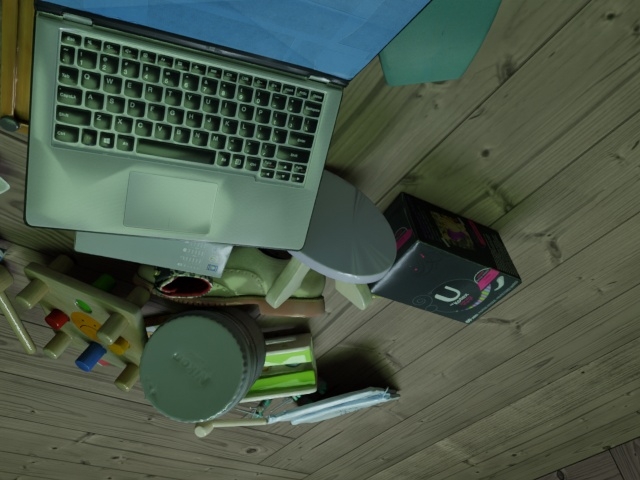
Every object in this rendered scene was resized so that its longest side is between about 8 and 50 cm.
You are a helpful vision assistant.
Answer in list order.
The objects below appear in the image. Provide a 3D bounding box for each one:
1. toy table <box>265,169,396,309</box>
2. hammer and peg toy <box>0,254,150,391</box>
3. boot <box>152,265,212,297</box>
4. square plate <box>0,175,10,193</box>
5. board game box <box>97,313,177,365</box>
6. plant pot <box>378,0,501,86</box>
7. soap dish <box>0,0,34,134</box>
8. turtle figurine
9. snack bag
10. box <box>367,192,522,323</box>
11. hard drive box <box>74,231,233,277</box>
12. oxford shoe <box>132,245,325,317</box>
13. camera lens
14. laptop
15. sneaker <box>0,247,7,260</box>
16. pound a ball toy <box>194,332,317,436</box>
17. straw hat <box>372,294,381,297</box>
[{"bbox_3d":[0.000,0.000,0.899,0.252,0.274,0.161,-28,155,-26],"label":"toy table"},{"bbox_3d":[-0.511,0.157,1.037,0.361,0.127,0.266,19,136,11],"label":"hammer and peg toy"},{"bbox_3d":[-0.297,0.009,0.891,0.236,0.179,0.085,7,134,-15],"label":"boot"},{"bbox_3d":[-0.740,-0.151,0.769,0.343,0.049,0.347,-20,134,12],"label":"square plate"},{"bbox_3d":[-0.445,0.243,1.220,0.259,0.039,0.124,-13,136,2],"label":"board game box"},{"bbox_3d":[0.130,-0.327,0.625,0.165,0.166,0.234,-7,143,0],"label":"plant pot"},{"bbox_3d":[-0.309,-0.249,0.673,0.228,0.118,0.291,14,132,-21],"label":"soap dish"},{"bbox_3d":[-0.107,0.418,1.379,0.234,0.118,0.175,11,146,-37],"label":"turtle figurine"},{"bbox_3d":[0.050,0.477,1.429,0.323,0.037,0.342,-19,157,12],"label":"snack bag"},{"bbox_3d":[0.240,0.043,1.019,0.270,0.143,0.165,19,130,-23],"label":"box"},{"bbox_3d":[-0.265,-0.050,0.836,0.232,0.181,0.089,12,132,-19],"label":"hard drive box"},{"bbox_3d":[-0.182,0.062,1.026,0.396,0.140,0.147,6,94,0],"label":"oxford shoe"},{"bbox_3d":[-0.236,0.248,1.054,0.219,0.220,0.274,-7,174,0],"label":"camera lens"},{"bbox_3d":[-0.115,-0.144,0.549,0.381,0.236,0.408,6,111,-24],"label":"laptop"},{"bbox_3d":[-0.645,-0.013,0.924,0.053,0.059,0.144,-3,123,34],"label":"sneaker"},{"bbox_3d":[-0.167,0.359,1.273,0.319,0.136,0.208,-8,100,2],"label":"pound a ball toy"},{"bbox_3d":[0.124,0.094,1.116,0.144,0.061,0.145,-4,136,-4],"label":"straw hat"}]
